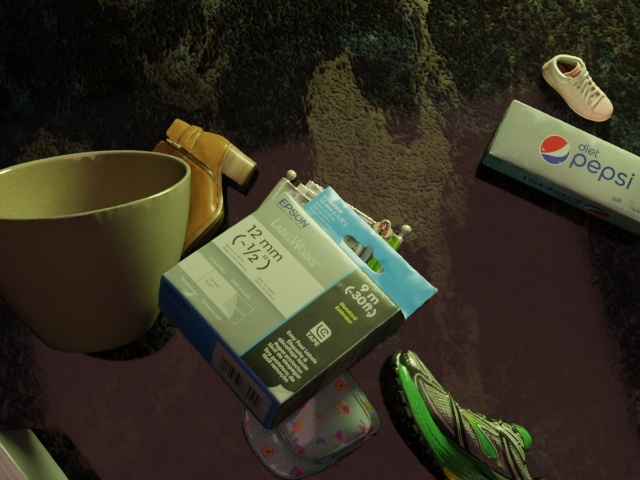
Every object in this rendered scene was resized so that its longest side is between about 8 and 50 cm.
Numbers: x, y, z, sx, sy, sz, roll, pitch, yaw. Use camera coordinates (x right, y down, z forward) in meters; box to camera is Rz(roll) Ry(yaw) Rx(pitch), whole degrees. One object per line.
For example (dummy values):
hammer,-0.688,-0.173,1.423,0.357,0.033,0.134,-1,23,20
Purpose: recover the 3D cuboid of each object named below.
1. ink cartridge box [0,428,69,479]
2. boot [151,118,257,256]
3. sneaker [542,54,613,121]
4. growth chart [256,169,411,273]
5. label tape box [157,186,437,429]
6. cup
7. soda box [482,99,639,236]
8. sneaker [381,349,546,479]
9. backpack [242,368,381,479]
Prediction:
ink cartridge box,-0.494,0.434,1.571,0.270,0.197,0.198,-39,83,-5
boot,-0.211,-0.084,1.713,0.152,0.073,0.197,31,72,4
sneaker,0.412,-0.243,1.731,0.134,0.070,0.051,42,82,5
growth chart,0.000,0.000,1.723,0.237,0.021,0.172,28,84,5
label tape box,-0.022,0.066,1.573,0.348,0.115,0.249,-37,73,-25
cup,-0.342,0.024,1.598,0.331,0.331,0.236,-5,109,0
soda box,0.404,-0.110,1.700,0.286,0.091,0.098,25,84,4
sneaker,0.219,0.298,1.635,0.146,0.134,0.343,-39,92,-12
backpack,-0.023,0.265,1.621,0.188,0.144,0.165,-33,85,-4
